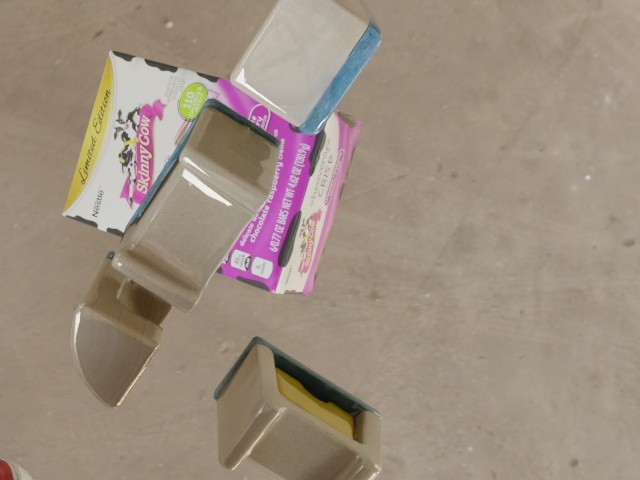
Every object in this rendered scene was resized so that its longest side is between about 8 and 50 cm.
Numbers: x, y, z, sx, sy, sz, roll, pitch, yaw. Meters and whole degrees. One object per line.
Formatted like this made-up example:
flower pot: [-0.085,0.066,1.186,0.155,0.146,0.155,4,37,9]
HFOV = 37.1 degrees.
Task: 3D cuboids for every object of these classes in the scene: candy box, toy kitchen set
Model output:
candy box: [-0.098,-0.061,0.830,0.071,0.233,0.159,11,96,-63]
toy kitchen set: [0.000,0.000,0.466,0.166,0.122,0.207,33,107,-11]

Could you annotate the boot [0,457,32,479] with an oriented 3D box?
boot: [-0.373,0.304,0.864,0.176,0.088,0.244,34,67,-42]
